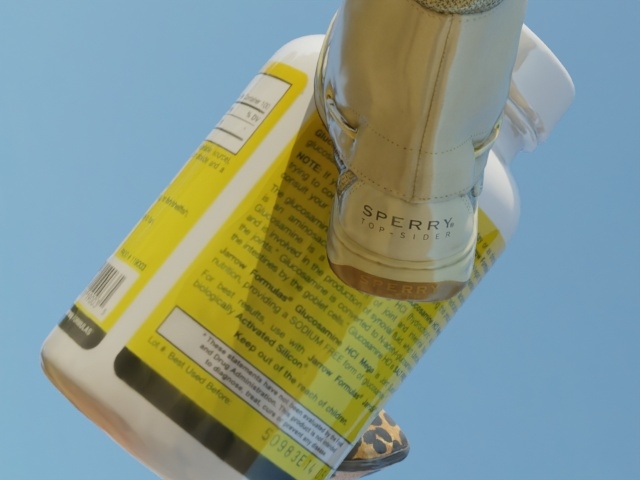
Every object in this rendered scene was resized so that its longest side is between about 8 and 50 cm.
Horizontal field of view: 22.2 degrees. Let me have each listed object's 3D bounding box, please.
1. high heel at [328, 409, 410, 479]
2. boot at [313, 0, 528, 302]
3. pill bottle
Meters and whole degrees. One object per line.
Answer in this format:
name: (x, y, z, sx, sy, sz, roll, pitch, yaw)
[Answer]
high heel: (-0.018, 0.091, 1.287, 0.186, 0.261, 0.093, 13, -58, -2)
boot: (0.050, -0.123, 0.792, 0.095, 0.262, 0.203, 7, -55, -1)
pill bottle: (0.000, 0.000, 0.995, 0.188, 0.188, 0.334, 35, -96, 35)
